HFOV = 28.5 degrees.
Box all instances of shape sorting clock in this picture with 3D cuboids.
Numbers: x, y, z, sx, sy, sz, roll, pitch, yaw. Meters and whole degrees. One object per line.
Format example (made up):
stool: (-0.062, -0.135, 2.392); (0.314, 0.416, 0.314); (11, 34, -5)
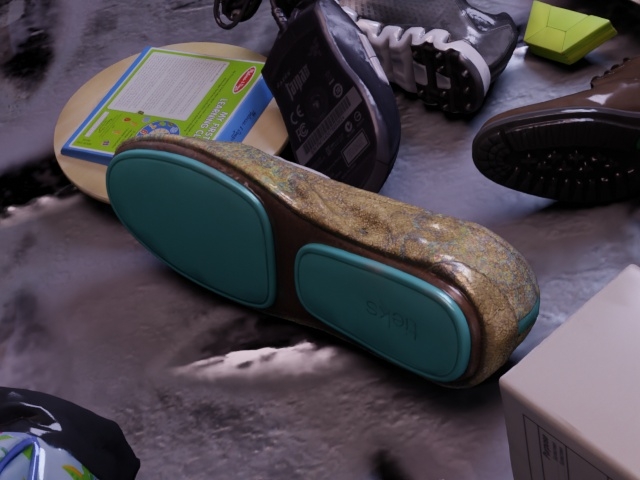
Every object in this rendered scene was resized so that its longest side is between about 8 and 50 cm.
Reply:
shape sorting clock: (-0.121, -0.098, 1.056); (0.206, 0.040, 0.206); (-8, 43, 7)

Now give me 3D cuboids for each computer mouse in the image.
computer mouse: (0.022, -0.161, 0.981); (0.060, 0.184, 0.262); (1, 49, -42)

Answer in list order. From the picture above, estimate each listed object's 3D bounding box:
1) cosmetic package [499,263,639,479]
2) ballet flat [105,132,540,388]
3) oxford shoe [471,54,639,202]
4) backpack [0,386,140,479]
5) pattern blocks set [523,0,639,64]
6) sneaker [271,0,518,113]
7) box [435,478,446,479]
cosmetic package: (0.242, 0.162, 0.621); (0.113, 0.160, 0.309); (-37, 50, -19)
ballet flat: (0.000, 0.000, 0.892); (0.348, 0.123, 0.123); (23, 58, 34)
oxford shoe: (0.217, -0.086, 0.920); (0.227, 0.083, 0.096); (-7, 43, -6)
backpack: (-0.254, 0.247, 0.657); (0.290, 0.273, 0.356); (-4, 59, 5)
pattern blocks set: (0.266, -0.266, 1.033); (0.325, 0.026, 0.285); (21, 75, 49)
sneaker: (0.065, -0.180, 1.056); (0.234, 0.078, 0.106); (26, 53, 34)
box: (0.047, 0.336, 0.504); (0.343, 0.179, 0.312); (-38, 48, -18)
